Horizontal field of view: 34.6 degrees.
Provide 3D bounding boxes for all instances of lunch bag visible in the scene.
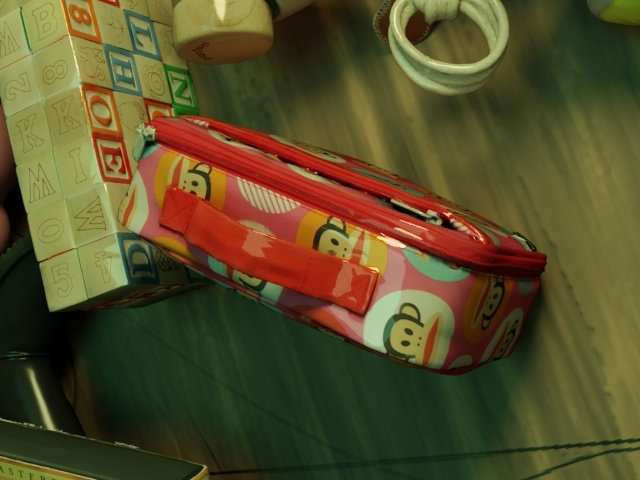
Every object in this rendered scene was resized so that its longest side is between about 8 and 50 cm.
[{"bbox_3d":[0.000,0.000,0.760,0.293,0.258,0.120,24,99,26],"label":"lunch bag"}]

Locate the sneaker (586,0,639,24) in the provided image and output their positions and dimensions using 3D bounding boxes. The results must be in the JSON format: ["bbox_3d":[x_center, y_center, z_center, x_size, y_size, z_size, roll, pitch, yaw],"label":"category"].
[{"bbox_3d":[0.355,-0.157,0.650,0.385,0.145,0.147,3,100,34],"label":"sneaker"}]

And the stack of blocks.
[{"bbox_3d":[-0.184,-0.092,0.910,0.087,0.171,0.297,-19,80,26],"label":"stack of blocks"}]

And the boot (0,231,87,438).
[{"bbox_3d":[-0.256,0.122,0.979,0.246,0.094,0.207,-39,67,28],"label":"boot"}]

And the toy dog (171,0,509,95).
[{"bbox_3d":[0.018,-0.234,0.848,0.334,0.161,0.220,11,90,13],"label":"toy dog"}]

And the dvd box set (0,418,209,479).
[{"bbox_3d":[-0.226,0.372,0.911,0.308,0.062,0.420,5,106,27],"label":"dvd box set"}]

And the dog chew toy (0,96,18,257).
[{"bbox_3d":[-0.385,-0.107,1.009,0.207,0.207,0.331,-4,94,28],"label":"dog chew toy"}]
